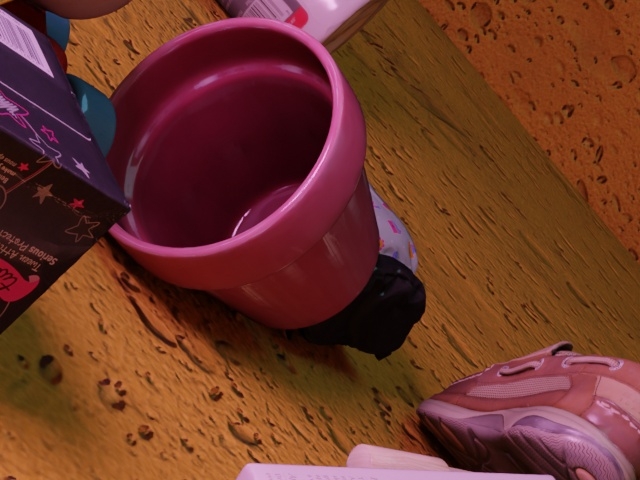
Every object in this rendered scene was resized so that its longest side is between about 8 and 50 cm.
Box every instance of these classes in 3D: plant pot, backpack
[{"bbox_3d":[-0.045,-0.031,1.353,0.201,0.201,0.180,60,3,39],"label":"plant pot"},{"bbox_3d":[0.000,0.000,1.517,0.152,0.115,0.182,24,26,-53],"label":"backpack"}]

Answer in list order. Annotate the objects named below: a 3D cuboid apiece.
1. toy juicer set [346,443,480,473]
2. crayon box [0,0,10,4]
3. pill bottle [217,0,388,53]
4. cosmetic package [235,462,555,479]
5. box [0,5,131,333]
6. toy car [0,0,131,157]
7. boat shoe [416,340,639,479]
[{"bbox_3d":[0.077,0.244,1.206,0.209,0.089,0.329,25,25,-15],"label":"toy juicer set"},{"bbox_3d":[-0.225,-0.213,1.097,0.081,0.278,0.165,77,-12,-48],"label":"crayon box"},{"bbox_3d":[-0.074,-0.354,2.088,0.318,0.176,0.176,49,15,2],"label":"pill bottle"},{"bbox_3d":[0.057,0.198,1.063,0.231,0.085,0.117,9,32,-33],"label":"cosmetic package"},{"bbox_3d":[-0.246,-0.069,0.931,0.247,0.142,0.163,34,19,-46],"label":"box"},{"bbox_3d":[-0.190,-0.198,1.229,0.219,0.238,0.210,33,21,-47],"label":"toy car"},{"bbox_3d":[0.182,0.145,1.464,0.123,0.116,0.324,49,-15,-14],"label":"boat shoe"}]
